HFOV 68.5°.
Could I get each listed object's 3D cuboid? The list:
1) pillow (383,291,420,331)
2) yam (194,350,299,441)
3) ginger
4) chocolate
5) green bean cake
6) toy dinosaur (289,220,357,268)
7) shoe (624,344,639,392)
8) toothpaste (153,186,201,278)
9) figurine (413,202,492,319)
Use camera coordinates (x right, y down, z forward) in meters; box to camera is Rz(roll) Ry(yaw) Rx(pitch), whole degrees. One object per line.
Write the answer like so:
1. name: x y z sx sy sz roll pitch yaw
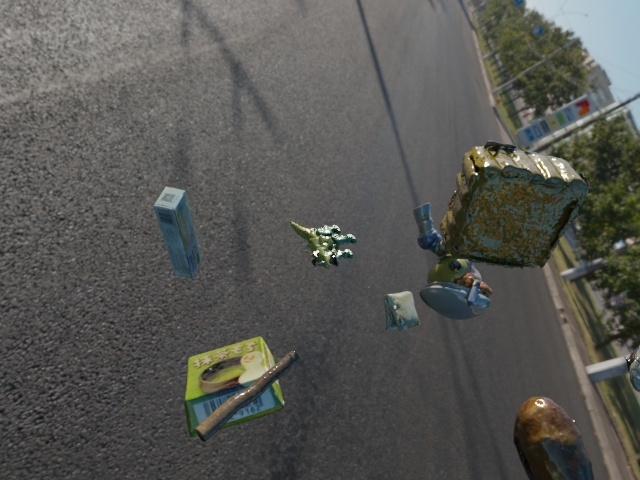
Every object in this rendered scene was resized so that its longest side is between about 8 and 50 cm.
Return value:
1. pillow: 0.292 0.251 1.673 0.181 0.078 0.134 3 72 -54
2. yam: -0.178 0.388 1.202 0.045 0.045 0.327 46 49 13
3. ginger: 0.597 0.566 1.197 0.172 0.165 0.321 -11 81 -61
4. chocolate: -0.291 0.461 1.538 0.289 0.301 0.137 -125 -158 -69
5. green bean cake: 0.367 -0.065 0.920 0.230 0.224 0.131 8 36 -4
6. toy dinosaur: 0.000 0.000 1.443 0.153 0.094 0.259 -10 37 -32
7. shoe: 1.135 0.454 1.676 0.099 0.125 0.227 40 57 12
8. toothpaste: -0.216 -0.007 0.720 0.164 0.034 0.046 94 9 -49
9. figurine: 0.386 0.074 1.499 0.224 0.205 0.381 42 26 -64
